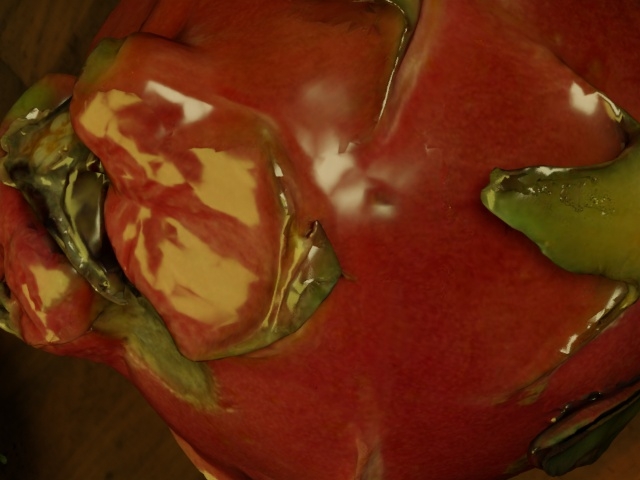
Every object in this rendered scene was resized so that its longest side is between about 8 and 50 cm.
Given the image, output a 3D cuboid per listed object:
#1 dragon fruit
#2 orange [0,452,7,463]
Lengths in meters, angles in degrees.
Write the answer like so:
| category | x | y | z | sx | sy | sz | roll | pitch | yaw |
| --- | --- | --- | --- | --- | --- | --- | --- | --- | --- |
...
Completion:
| category | x | y | z | sx | sy | sz | roll | pitch | yaw |
| --- | --- | --- | --- | --- | --- | --- | --- | --- | --- |
| dragon fruit | 0.000 | 0.000 | 0.823 | 0.305 | 0.226 | 0.305 | 15 | 118 | 29 |
| orange | -0.348 | 0.142 | 1.169 | 0.300 | 0.223 | 0.301 | 36 | 130 | 23 |
